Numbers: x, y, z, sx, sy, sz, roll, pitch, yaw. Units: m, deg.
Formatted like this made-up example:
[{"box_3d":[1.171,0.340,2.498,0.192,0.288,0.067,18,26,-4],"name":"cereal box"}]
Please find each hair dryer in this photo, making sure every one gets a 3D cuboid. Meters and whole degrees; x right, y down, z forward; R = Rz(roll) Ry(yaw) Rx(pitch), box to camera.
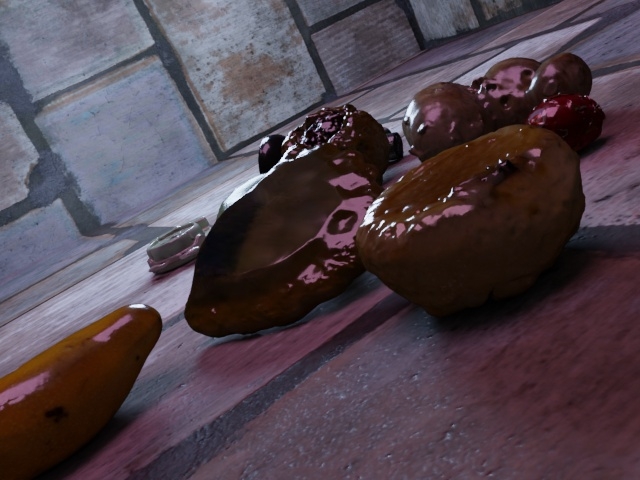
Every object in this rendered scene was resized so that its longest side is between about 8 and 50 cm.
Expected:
[{"box_3d":[0.053,-0.189,1.688,0.321,0.155,0.284,-8,-1,17],"name":"hair dryer"}]

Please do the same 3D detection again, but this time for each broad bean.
[{"box_3d":[-0.129,-0.066,1.472,0.170,0.100,0.228,-10,23,4],"name":"broad bean"}]

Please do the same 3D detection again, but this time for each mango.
[{"box_3d":[-0.314,0.191,0.872,0.295,0.120,0.177,-34,8,-33],"name":"mango"}]

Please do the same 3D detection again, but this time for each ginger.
[{"box_3d":[0.288,-0.220,1.191,0.304,0.155,0.244,-23,13,13],"name":"ginger"}]

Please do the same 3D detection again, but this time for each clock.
[{"box_3d":[-0.319,0.014,1.601,0.152,0.062,0.191,-25,15,4],"name":"clock"}]

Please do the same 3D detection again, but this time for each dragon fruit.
[{"box_3d":[0.316,-0.145,1.036,0.191,0.094,0.094,-31,12,18],"name":"dragon fruit"}]

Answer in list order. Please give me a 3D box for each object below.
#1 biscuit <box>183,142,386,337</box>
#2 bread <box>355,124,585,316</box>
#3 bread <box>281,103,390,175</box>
[{"box_3d":[-0.054,-0.021,1.016,0.329,0.078,0.335,-25,39,18],"name":"biscuit"},{"box_3d":[0.163,-0.017,0.752,0.245,0.134,0.244,-25,18,8],"name":"bread"},{"box_3d":[0.025,-0.182,1.445,0.230,0.123,0.229,-14,46,15],"name":"bread"}]
